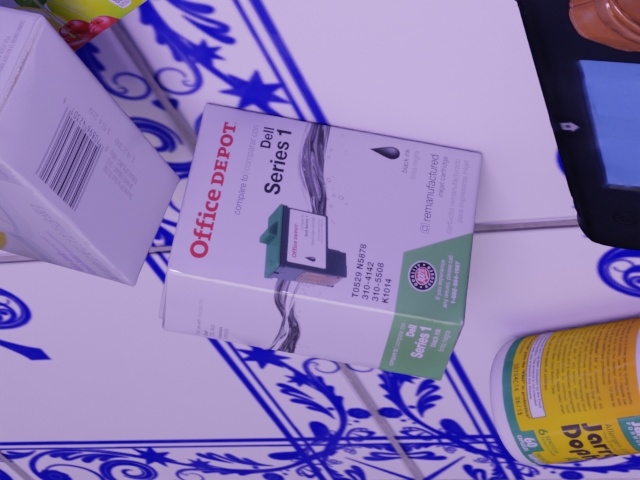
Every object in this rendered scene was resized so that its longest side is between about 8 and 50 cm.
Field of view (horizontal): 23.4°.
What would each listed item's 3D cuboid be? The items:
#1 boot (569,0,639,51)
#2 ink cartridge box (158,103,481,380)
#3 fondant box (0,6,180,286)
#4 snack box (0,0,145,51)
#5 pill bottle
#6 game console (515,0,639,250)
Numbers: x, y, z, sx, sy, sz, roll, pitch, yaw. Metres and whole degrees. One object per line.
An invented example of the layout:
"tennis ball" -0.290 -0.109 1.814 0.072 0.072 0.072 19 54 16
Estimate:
"boot" 0.242 -0.131 0.803 0.197 0.073 0.152 8 169 -24
"ink cartridge box" 0.000 0.000 1.167 0.219 0.160 0.092 10 147 -2
"fondant box" -0.293 -0.086 1.066 0.330 0.096 0.238 15 162 23
"snack box" -0.235 -0.197 1.002 0.207 0.070 0.174 31 144 -29
"pill bottle" 0.263 0.128 1.341 0.208 0.117 0.117 -12 142 31
"game console" 0.315 -0.074 1.003 0.342 0.060 0.386 2 154 18
